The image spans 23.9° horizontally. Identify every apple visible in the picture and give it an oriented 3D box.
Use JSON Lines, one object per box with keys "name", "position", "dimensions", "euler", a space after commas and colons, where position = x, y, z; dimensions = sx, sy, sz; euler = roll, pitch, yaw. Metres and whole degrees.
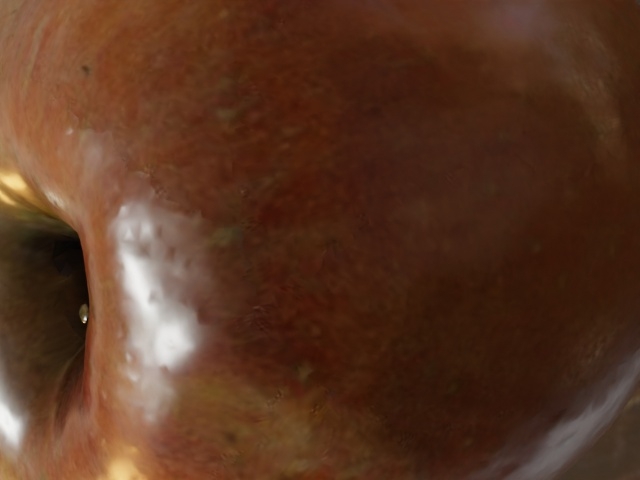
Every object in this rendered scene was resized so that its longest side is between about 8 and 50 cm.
{"name": "apple", "position": [0.000, 0.000, 0.497], "dimensions": [0.253, 0.253, 0.253], "euler": [-36, 37, 33]}
